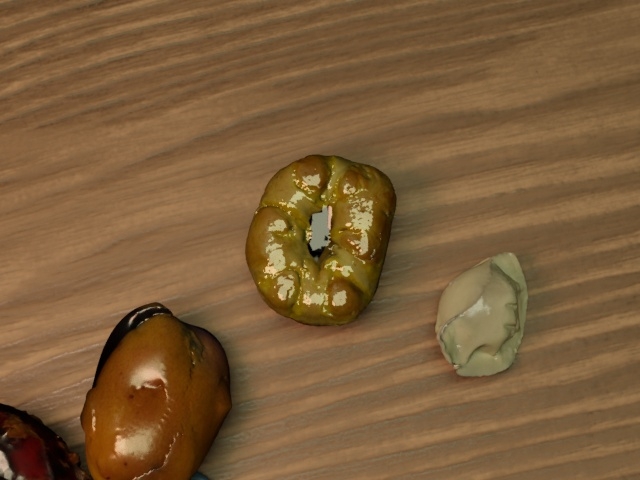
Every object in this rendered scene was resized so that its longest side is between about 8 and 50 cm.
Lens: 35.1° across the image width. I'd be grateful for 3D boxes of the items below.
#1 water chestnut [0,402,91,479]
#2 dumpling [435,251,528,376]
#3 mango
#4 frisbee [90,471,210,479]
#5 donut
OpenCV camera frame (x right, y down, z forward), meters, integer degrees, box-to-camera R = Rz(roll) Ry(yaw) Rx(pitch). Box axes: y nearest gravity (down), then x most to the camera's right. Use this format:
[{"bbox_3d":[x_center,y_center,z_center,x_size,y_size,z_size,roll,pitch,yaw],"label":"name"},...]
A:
[{"bbox_3d":[-0.464,0.347,1.361,0.300,0.300,0.300,0,76,1],"label":"water chestnut"},{"bbox_3d":[0.252,0.116,1.506,0.181,0.111,0.155,-36,109,0],"label":"dumpling"},{"bbox_3d":[-0.234,0.240,1.446,0.201,0.152,0.287,16,67,11],"label":"mango"},{"bbox_3d":[-0.254,0.458,1.455,0.289,0.049,0.289,0,76,1],"label":"frisbee"},{"bbox_3d":[0.000,0.000,1.522,0.208,0.128,0.261,18,77,7],"label":"donut"}]
